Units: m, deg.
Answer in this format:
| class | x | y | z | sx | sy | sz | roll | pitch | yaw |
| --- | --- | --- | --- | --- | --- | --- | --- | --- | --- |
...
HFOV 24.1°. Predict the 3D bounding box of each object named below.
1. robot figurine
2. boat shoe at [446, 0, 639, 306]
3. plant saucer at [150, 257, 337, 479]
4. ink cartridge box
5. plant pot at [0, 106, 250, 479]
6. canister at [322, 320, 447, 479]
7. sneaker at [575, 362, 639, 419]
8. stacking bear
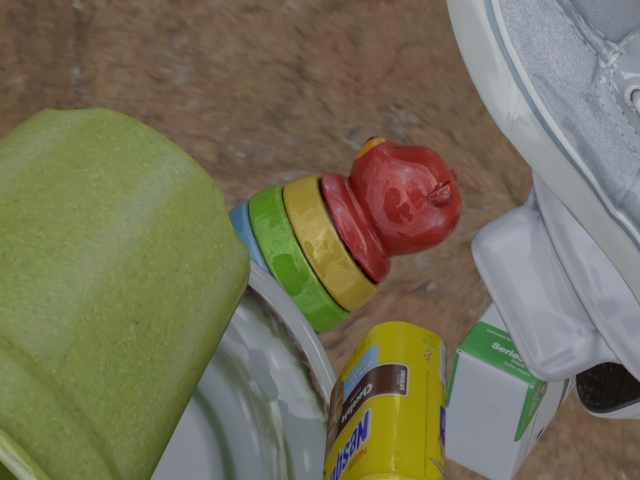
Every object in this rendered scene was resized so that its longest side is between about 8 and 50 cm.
| class | x | y | z | sx | sy | sz | roll | pitch | yaw |
| --- | --- | --- | --- | --- | --- | --- | --- | --- | --- |
| robot figurine | 0.279 | -0.030 | 0.979 | 0.353 | 0.300 | 0.200 | -28 | 86 | 20 |
| boat shoe | 0.119 | -0.026 | 0.430 | 0.081 | 0.079 | 0.228 | -48 | 65 | 44 |
| plant saucer | -0.153 | 0.182 | 1.118 | 0.100 | 0.400 | 0.401 | -15 | 89 | 51 |
| ink cartridge box | 0.206 | 0.117 | 1.503 | 0.086 | 0.208 | 0.153 | 24 | 135 | 20 |
| plant pot | -0.177 | 0.062 | 0.888 | 0.276 | 0.276 | 0.254 | 30 | 50 | 6 |
| canister | 0.045 | 0.158 | 1.090 | 0.073 | 0.170 | 0.126 | 19 | 132 | -11 |
| sneaker | 0.343 | 0.094 | 1.194 | 0.123 | 0.290 | 0.106 | 12 | 76 | -30 |
| stacking bear | 0.000 | 0.000 | 1.447 | 0.289 | 0.175 | 0.164 | -28 | 90 | 13 |
